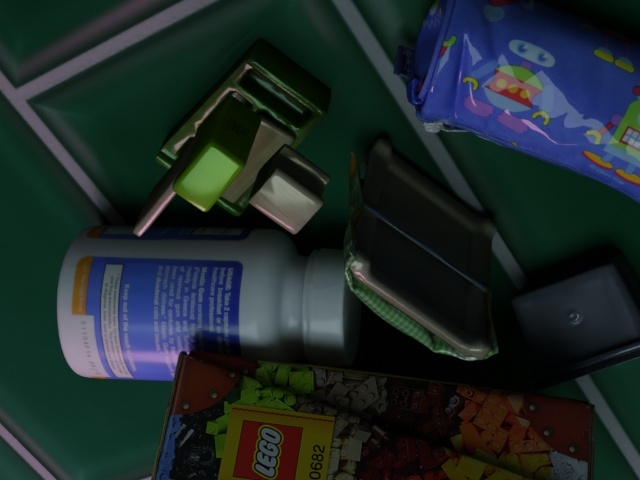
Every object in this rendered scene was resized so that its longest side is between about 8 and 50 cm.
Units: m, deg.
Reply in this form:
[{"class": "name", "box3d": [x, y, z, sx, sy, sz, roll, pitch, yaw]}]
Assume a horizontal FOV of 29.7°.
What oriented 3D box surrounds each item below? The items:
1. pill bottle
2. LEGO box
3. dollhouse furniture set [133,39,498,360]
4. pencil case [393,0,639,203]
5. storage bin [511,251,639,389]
[{"class": "pill bottle", "box3d": [-0.102, 0.063, 1.170, 0.271, 0.152, 0.152, 2, 128, 11]}, {"class": "LEGO box", "box3d": [0.046, 0.322, 1.220, 0.372, 0.193, 0.500, 6, 149, 5]}, {"class": "dollhouse furniture set", "box3d": [0.000, 0.000, 1.070, 0.301, 0.198, 0.151, 35, 125, -16]}, {"class": "pencil case", "box3d": [0.213, -0.110, 0.987, 0.306, 0.119, 0.133, 21, 100, -5]}, {"class": "storage bin", "box3d": [0.253, 0.071, 1.153, 0.135, 0.098, 0.091, -22, 93, 26]}]
